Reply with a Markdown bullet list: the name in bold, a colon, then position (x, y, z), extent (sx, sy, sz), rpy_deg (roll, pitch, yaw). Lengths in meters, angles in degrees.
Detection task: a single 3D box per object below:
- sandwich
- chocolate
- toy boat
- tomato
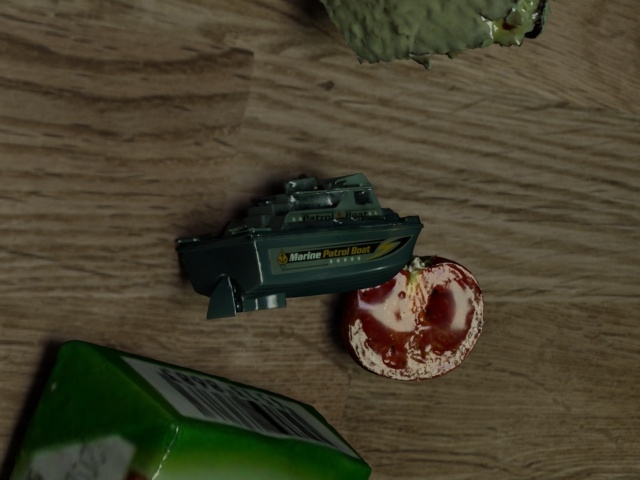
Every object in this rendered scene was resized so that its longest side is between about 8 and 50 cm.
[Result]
- **sandwich**: position (0.115, -0.308, 1.595), extent (0.131, 0.262, 0.325), rpy_deg (-33, 149, -47)
- **chocolate**: position (-0.143, 0.301, 1.658), extent (0.360, 0.161, 0.341), rpy_deg (21, 92, -49)
- **toy boat**: position (-0.002, -0.003, 1.732), extent (0.296, 0.114, 0.122), rpy_deg (-10, 92, -46)
- **tomato**: position (0.090, 0.077, 1.884), extent (0.159, 0.091, 0.139), rpy_deg (-7, 102, -17)
